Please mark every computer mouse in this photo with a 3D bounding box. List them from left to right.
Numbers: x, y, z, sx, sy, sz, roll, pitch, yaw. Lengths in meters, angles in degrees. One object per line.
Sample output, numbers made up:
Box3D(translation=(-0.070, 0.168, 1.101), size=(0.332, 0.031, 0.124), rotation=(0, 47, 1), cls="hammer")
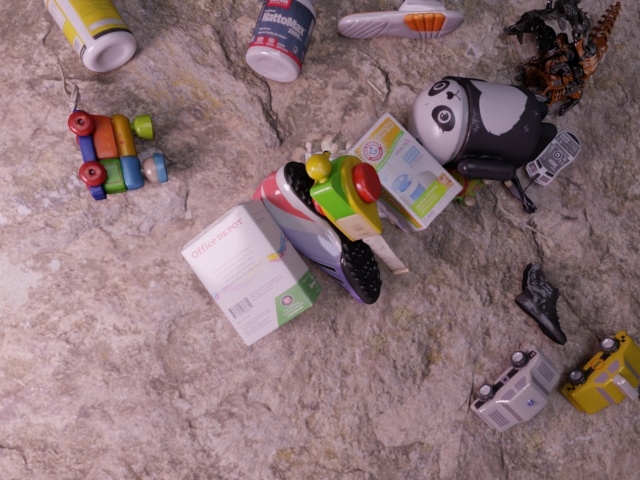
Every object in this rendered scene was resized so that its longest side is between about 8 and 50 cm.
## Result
Box3D(translation=(0.484, -0.157, 0.998), size=(0.193, 0.042, 0.106), rotation=(-44, 90, -4), cls="computer mouse")

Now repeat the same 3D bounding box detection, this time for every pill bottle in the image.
Box3D(translation=(-0.423, -0.409, 0.825), size=(0.103, 0.103, 0.184), rotation=(-33, 92, -10), cls="pill bottle")
Box3D(translation=(-0.068, -0.412, 0.885), size=(0.107, 0.108, 0.180), rotation=(17, 84, -8), cls="pill bottle")

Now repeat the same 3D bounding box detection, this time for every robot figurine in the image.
Box3D(translation=(0.311, -0.224, 0.902), size=(0.277, 0.209, 0.174), rotation=(3, 111, -10), cls="robot figurine")

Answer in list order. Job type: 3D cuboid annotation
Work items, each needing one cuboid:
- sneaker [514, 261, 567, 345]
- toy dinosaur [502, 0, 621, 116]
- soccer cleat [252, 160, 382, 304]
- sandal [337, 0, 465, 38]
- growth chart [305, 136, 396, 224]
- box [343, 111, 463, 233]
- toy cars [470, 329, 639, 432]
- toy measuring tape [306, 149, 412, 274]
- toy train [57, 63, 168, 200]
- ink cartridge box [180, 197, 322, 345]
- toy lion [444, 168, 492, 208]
Box3D(translation=(0.480, 0.134, 0.972), size=(0.089, 0.051, 0.170), rotation=(-45, 91, -5), cls="sneaker")
Box3D(translation=(0.517, -0.401, 0.988), size=(0.218, 0.164, 0.322), rotation=(50, 62, -18), cls="toy dinosaur")
Box3D(translation=(0.000, 0.000, 0.885), size=(0.318, 0.116, 0.109), rotation=(52, 38, -15), cls="soccer cleat")
Box3D(translation=(0.165, -0.465, 0.930), size=(0.265, 0.102, 0.076), rotation=(-3, 90, -8), cls="sandal")
Box3D(translation=(0.081, -0.118, 0.935), size=(0.237, 0.021, 0.172), rotation=(6, 85, -9), cls="growth chart")
Box3D(translation=(0.148, -0.125, 0.883), size=(0.203, 0.103, 0.114), rotation=(45, 80, -3), cls="box")
Box3D(translation=(0.502, 0.297, 0.930), size=(0.393, 0.087, 0.177), rotation=(-6, 104, -10), cls="toy cars")
Box3D(translation=(0.081, -0.057, 0.836), size=(0.330, 0.121, 0.121), rotation=(41, 79, -41), cls="toy measuring tape")
Box3D(translation=(-0.370, -0.207, 0.829), size=(0.143, 0.105, 0.248), rotation=(-13, 89, -21), cls="toy train")
Box3D(translation=(-0.121, 0.053, 0.826), size=(0.154, 0.093, 0.212), rotation=(-35, 94, 18), cls="ink cartridge box")
Box3D(translation=(0.297, -0.122, 0.970), size=(0.096, 0.034, 0.100), rotation=(42, 81, 3), cls="toy lion")
